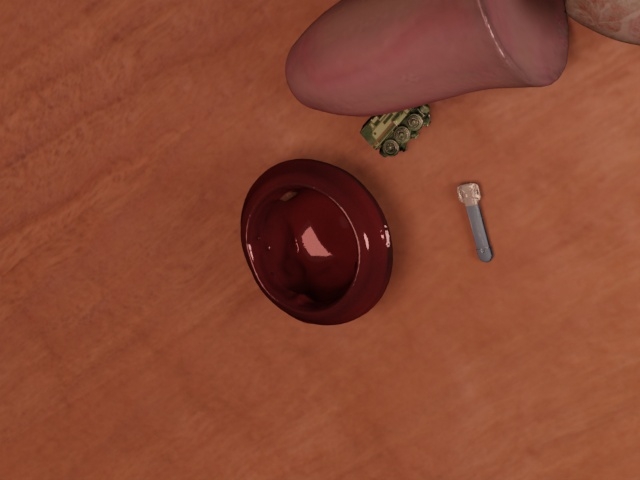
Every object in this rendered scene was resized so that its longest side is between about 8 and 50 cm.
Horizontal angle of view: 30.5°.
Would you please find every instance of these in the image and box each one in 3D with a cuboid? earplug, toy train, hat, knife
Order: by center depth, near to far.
[{"bbox_3d":[0.087,-0.207,1.235,0.301,0.172,0.172,-13,101,40],"label":"earplug"},{"bbox_3d":[0.087,-0.132,1.325,0.053,0.033,0.083,48,123,10],"label":"toy train"},{"bbox_3d":[0.178,-0.020,1.329,0.027,0.010,0.096,-8,106,31],"label":"knife"},{"bbox_3d":[0.000,0.000,1.390,0.205,0.089,0.205,8,106,28],"label":"hat"}]

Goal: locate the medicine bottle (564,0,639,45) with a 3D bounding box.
[{"bbox_3d":[0.317,-0.249,1.083,0.143,0.147,0.147,23,118,17],"label":"medicine bottle"}]
